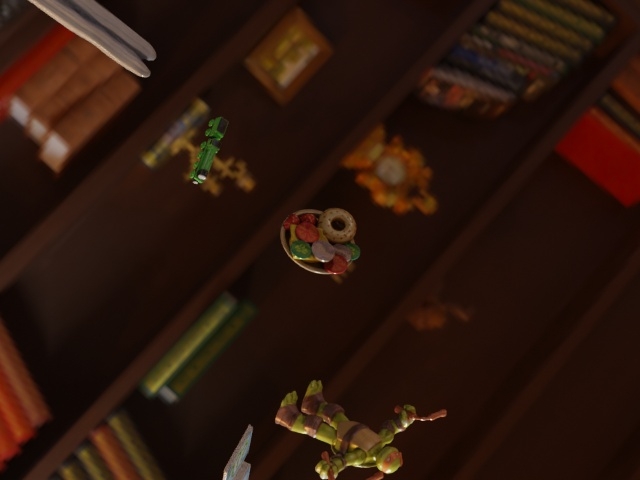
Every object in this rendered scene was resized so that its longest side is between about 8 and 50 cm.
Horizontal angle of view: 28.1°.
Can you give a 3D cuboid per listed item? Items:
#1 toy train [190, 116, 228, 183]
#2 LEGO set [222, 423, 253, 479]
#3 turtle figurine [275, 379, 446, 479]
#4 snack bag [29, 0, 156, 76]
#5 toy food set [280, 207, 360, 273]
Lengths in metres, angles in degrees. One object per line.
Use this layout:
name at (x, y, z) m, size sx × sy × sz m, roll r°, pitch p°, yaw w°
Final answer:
toy train at (-0.123, -0.101, 1.422) m, size 0.023 × 0.017 × 0.083 m, roll -10°, pitch -124°, yaw 49°
LEGO set at (-0.116, 0.351, 1.430) m, size 0.244 × 0.060 × 0.182 m, roll -58°, pitch 164°, yaw -49°
turtle figurine at (0.054, 0.299, 1.976) m, size 0.269 × 0.217 × 0.087 m, roll -31°, pitch 139°, yaw -42°
snack bag at (-0.316, -0.282, 1.106) m, size 0.037 × 0.342 × 0.323 m, roll -51°, pitch -145°, yaw 3°
toy food set at (0.000, 0.000, 1.298) m, size 0.020 × 0.083 × 0.083 m, roll 120°, pitch -29°, yaw -48°
